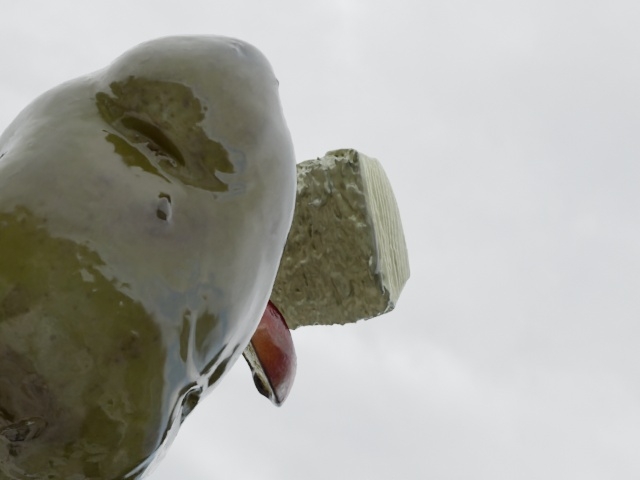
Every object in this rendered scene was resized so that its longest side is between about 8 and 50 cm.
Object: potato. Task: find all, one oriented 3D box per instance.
[{"bbox_3d":[-0.133,0.013,0.487,0.218,0.351,0.203,43,-18,-24],"label":"potato"}]

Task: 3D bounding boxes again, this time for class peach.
[{"bbox_3d":[-0.100,0.109,1.068,0.189,0.068,0.279,31,-35,56],"label":"peach"}]

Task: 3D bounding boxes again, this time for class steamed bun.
[{"bbox_3d":[0.000,0.000,1.275,0.273,0.290,0.273,-7,2,20],"label":"steamed bun"}]
